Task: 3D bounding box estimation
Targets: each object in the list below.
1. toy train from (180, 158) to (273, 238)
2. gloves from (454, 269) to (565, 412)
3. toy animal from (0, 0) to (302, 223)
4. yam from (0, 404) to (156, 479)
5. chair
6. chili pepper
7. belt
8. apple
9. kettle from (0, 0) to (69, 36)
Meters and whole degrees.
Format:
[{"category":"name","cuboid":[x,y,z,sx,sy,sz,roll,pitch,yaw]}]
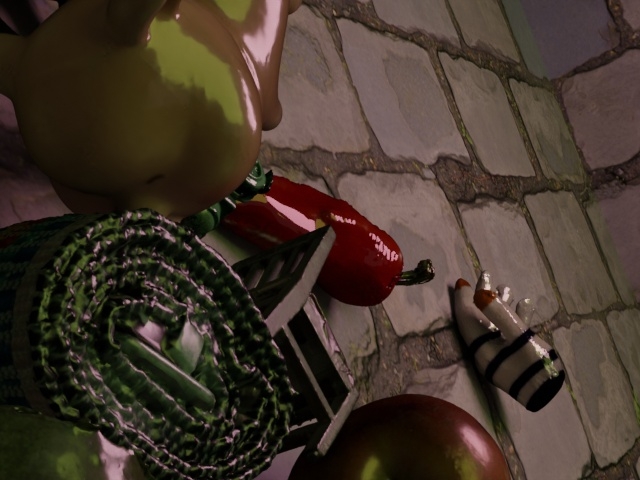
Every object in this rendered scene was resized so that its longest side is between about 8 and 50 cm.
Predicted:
[{"category":"toy train","cuboid":[-0.130,-0.119,1.274,0.154,0.115,0.269,45,32,-29]},{"category":"gloves","cuboid":[0.274,0.151,1.913,0.219,0.131,0.140,42,17,23]},{"category":"toy animal","cuboid":[-0.127,-0.160,1.044,0.269,0.237,0.326,24,63,-50]},{"category":"yam","cuboid":[-0.187,0.265,0.727,0.195,0.195,0.300,38,36,-47]},{"category":"chair","cuboid":[-0.046,0.113,1.232,0.147,0.136,0.270,63,23,-12]},{"category":"chili pepper","cuboid":[0.000,0.000,1.477,0.387,0.110,0.110,30,42,-44]},{"category":"belt","cuboid":[-0.157,0.100,0.976,0.295,0.161,0.206,39,54,-44]},{"category":"apple","cuboid":[0.075,0.268,1.192,0.253,0.254,0.253,46,31,-39]},{"category":"kettle","cuboid":[-0.240,-0.305,1.133,0.250,0.207,0.271,67,15,18]}]
